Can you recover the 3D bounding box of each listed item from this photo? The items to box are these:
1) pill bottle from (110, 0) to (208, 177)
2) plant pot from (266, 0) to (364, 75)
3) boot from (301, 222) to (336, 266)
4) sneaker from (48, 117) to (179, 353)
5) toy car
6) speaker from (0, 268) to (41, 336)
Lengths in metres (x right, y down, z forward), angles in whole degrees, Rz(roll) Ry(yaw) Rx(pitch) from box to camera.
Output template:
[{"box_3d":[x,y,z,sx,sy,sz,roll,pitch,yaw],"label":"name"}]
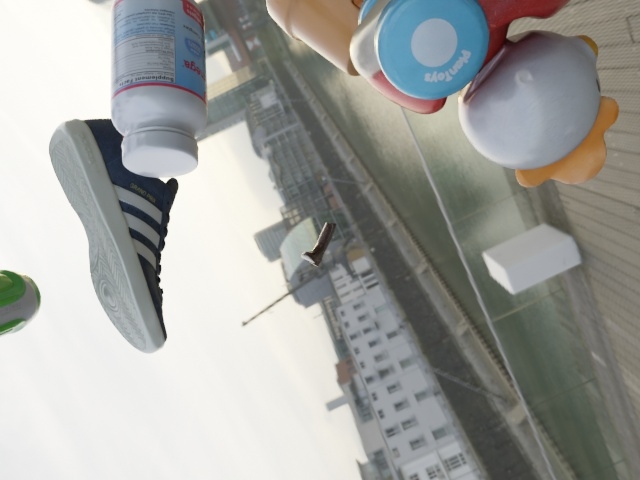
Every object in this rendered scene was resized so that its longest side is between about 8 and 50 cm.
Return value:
[{"box_3d":[-0.149,-0.144,0.528,0.087,0.087,0.160,57,-154,-73],"label":"pill bottle"},{"box_3d":[0.069,-0.463,1.110,0.204,0.290,0.291,54,180,10],"label":"plant pot"},{"box_3d":[0.000,0.000,1.368,0.037,0.114,0.106,27,175,14],"label":"boot"},{"box_3d":[-0.264,-0.014,0.842,0.148,0.131,0.350,-22,-79,-44],"label":"sneaker"},{"box_3d":[0.168,-0.151,0.464,0.238,0.210,0.219,41,-162,-17],"label":"toy car"},{"box_3d":[-0.604,0.128,0.952,0.131,0.131,0.296,65,-170,-3],"label":"speaker"}]
